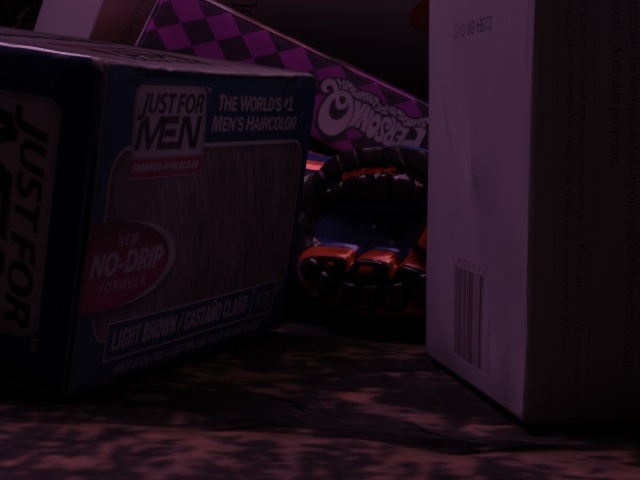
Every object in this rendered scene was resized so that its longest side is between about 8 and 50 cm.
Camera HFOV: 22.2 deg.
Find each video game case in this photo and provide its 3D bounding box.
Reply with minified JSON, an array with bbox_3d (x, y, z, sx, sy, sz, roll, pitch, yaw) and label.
[{"bbox_3d":[0.043,-0.049,0.806,0.232,0.042,0.210,27,5,10],"label":"video game case"}]

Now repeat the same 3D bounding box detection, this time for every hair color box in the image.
[{"bbox_3d":[-0.196,-0.037,0.597,0.347,0.105,0.174,10,8,20],"label":"hair color box"}]

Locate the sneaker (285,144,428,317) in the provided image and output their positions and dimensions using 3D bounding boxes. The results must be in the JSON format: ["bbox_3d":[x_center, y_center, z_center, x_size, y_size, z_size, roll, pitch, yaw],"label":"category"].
[{"bbox_3d":[0.000,0.000,0.689,0.221,0.083,0.087,13,-2,45],"label":"sneaker"}]

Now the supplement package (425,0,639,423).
[{"bbox_3d":[0.165,-0.020,0.510,0.244,0.134,0.139,0,5,-7],"label":"supplement package"}]

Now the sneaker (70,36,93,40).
[{"bbox_3d":[-0.057,-0.032,0.864,0.221,0.087,0.128,34,9,28],"label":"sneaker"}]

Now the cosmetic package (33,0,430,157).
[{"bbox_3d":[-0.031,-0.120,1.045,0.284,0.097,0.377,-3,-21,-20],"label":"cosmetic package"}]
